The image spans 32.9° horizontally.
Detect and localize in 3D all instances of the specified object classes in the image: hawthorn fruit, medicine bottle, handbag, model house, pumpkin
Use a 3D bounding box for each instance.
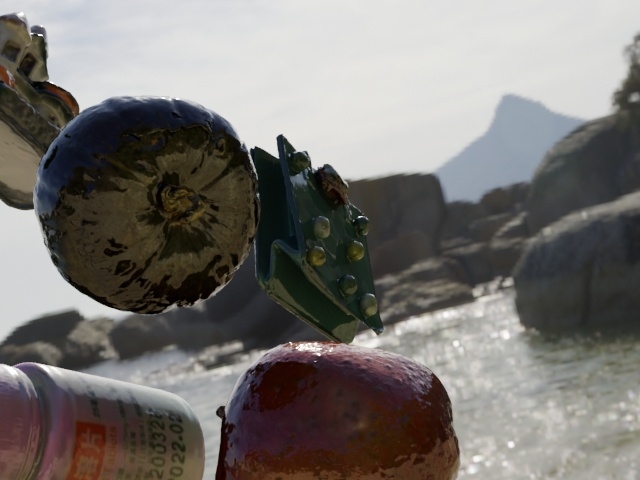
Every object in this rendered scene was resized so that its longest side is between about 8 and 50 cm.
[{"bbox_3d":[0.006,0.235,1.191,0.300,0.275,0.275,18,12,24],"label":"hawthorn fruit"},{"bbox_3d":[-0.362,0.284,1.478,0.219,0.219,0.388,-14,-25,38],"label":"medicine bottle"},{"bbox_3d":[0.004,0.000,1.673,0.100,0.274,0.269,-22,-40,25],"label":"handbag"},{"bbox_3d":[-0.458,-0.238,1.692,0.190,0.300,0.271,-10,-39,28],"label":"model house"},{"bbox_3d":[-0.172,-0.035,1.111,0.238,0.238,0.159,-12,17,-25],"label":"pumpkin"}]
